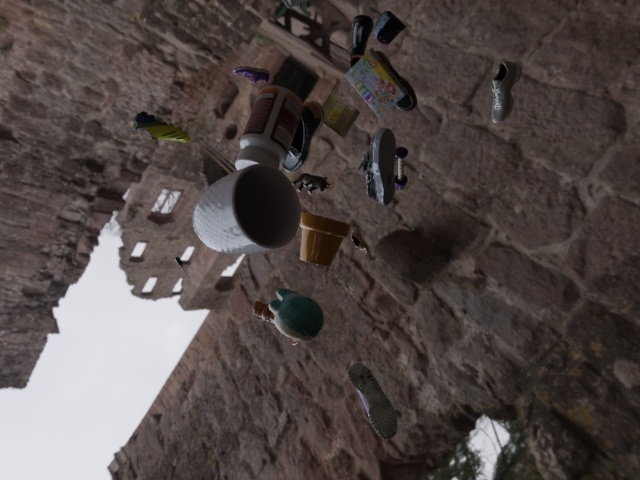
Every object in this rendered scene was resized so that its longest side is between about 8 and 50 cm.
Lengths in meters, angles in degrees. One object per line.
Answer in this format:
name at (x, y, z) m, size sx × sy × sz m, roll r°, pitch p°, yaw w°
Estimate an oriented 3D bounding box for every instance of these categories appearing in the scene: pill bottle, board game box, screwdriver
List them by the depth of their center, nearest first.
board game box at (0.154, -0.436, 1.169) m, size 0.154 × 0.103 × 0.026 m, roll 47°, pitch -136°, yaw -9°
screwdriver at (-0.618, 0.129, 1.888) m, size 0.024 × 0.025 × 0.170 m, roll 29°, pitch -164°, yaw -50°
pill bottle at (-0.234, -0.480, 1.913) m, size 0.223 × 0.393 × 0.224 m, roll 15°, pitch 161°, yaw 5°

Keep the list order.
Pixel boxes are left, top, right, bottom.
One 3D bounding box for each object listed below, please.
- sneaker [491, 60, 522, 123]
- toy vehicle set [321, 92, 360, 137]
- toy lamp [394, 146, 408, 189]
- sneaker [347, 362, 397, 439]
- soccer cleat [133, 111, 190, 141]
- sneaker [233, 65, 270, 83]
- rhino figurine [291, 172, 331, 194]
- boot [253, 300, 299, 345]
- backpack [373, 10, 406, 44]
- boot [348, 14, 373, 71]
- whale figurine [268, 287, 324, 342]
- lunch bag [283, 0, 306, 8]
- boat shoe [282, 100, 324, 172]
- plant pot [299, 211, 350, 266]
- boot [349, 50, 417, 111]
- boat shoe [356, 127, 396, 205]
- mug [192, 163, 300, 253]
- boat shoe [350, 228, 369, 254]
sneaker at (0.783, -0.650, 1.839) m, size 0.121 × 0.263 × 0.099 m, roll -2°, pitch -163°, yaw -35°
toy vehicle set at (0.092, -0.704, 2.356) m, size 0.035 × 0.166 × 0.267 m, roll 18°, pitch -157°, yaw -47°
toy lamp at (0.421, -0.370, 2.211) m, size 0.080 × 0.080 × 0.275 m, roll 44°, pitch 162°, yaw 32°
sneaker at (0.213, 0.618, 1.641) m, size 0.294 × 0.102 × 0.146 m, roll 63°, pitch -179°, yaw 23°
soccer cleat at (-0.823, -0.562, 2.184) m, size 0.289 × 0.121 × 0.093 m, roll 20°, pitch -179°, yaw -36°
sneaker at (-0.315, -0.759, 1.931) m, size 0.169 × 0.071 × 0.068 m, roll 2°, pitch -162°, yaw -20°
rhino figurine at (-0.035, -0.290, 2.125) m, size 0.243 × 0.106 × 0.073 m, roll 18°, pitch 145°, yaw 46°
boot at (-0.180, 0.352, 1.798) m, size 0.220 × 0.109 × 0.283 m, roll 15°, pitch 152°, yaw 3°
backpack at (0.284, -0.906, 1.795) m, size 0.105 × 0.114 × 0.084 m, roll 11°, pitch -134°, yaw -42°
boot at (0.179, -0.852, 1.890) m, size 0.094 × 0.207 × 0.246 m, roll 4°, pitch 176°, yaw 0°
whale figurine at (-0.080, 0.242, 1.520) m, size 0.216 × 0.141 × 0.272 m, roll 23°, pitch -162°, yaw -24°
lunch bag at (-0.053, -0.816, 1.144) m, size 0.287 × 0.235 × 0.169 m, roll 52°, pitch -142°, yaw -39°
boat shoe at (-0.135, -0.547, 2.300) m, size 0.156 × 0.500 × 0.187 m, roll -31°, pitch -103°, yaw -34°
plant pot at (0.000, 0.000, 1.703) m, size 0.205 × 0.188 × 0.205 m, roll 15°, pitch -178°, yaw -1°
boot at (0.201, -0.507, 1.356) m, size 0.236 × 0.085 × 0.178 m, roll 54°, pitch -141°, yaw 2°
boat shoe at (0.185, -0.247, 1.388) m, size 0.104 × 0.113 × 0.306 m, roll 26°, pitch 157°, yaw 27°
mug at (-0.246, -0.099, 1.465) m, size 0.374 × 0.328 × 0.276 m, roll -22°, pitch -82°, yaw -46°
boat shoe at (0.210, 0.018, 2.306) m, size 0.170 × 0.063 × 0.059 m, roll 57°, pitch -140°, yaw -24°
